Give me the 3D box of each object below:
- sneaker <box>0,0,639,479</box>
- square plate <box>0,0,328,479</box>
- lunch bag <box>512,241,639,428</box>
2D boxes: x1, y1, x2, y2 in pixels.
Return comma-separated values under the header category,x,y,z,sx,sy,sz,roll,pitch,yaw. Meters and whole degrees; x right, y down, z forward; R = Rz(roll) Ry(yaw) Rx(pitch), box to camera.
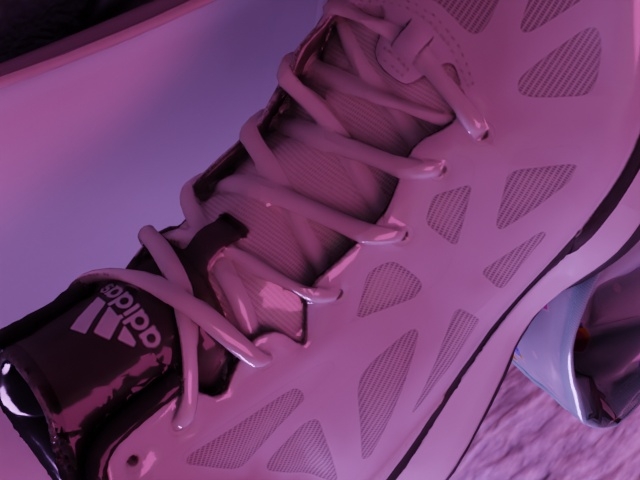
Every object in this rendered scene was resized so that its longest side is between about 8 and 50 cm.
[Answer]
category,x,y,z,sx,sy,sz,roll,pitch,yaw
sneaker,0.001,0.001,0.823,0.257,0.169,0.447,-20,143,-43
square plate,-0.113,0.017,0.914,0.347,0.049,0.344,-28,144,-32
lunch bag,0.136,-0.060,0.988,0.160,0.223,0.262,-2,123,-40
